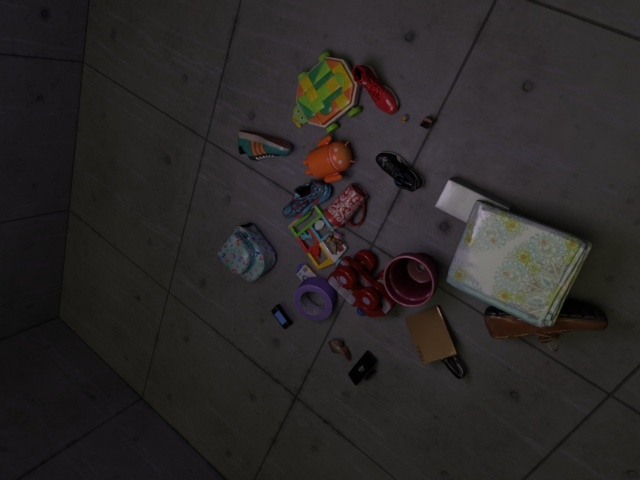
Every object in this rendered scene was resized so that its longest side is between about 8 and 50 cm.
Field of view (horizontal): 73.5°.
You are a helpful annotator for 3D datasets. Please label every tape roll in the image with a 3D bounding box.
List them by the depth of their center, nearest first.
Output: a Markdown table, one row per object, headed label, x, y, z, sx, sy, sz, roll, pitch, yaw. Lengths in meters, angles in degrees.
| label | x | y | z | sx | sy | sz | roll | pitch | yaw |
| --- | --- | --- | --- | --- | --- | --- | --- | --- | --- |
| tape roll | -0.023 | 0.267 | 1.970 | 0.189 | 0.080 | 0.188 | 9 | 117 | 18 |

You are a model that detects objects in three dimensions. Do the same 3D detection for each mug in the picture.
| label | x | y | z | sx | sy | sz | roll | pitch | yaw |
| --- | --- | --- | --- | --- | --- | --- | --- | --- | --- |
| mug | 0.121 | -0.144 | 1.785 | 0.169 | 0.150 | 0.113 | -49 | 41 | 28 |

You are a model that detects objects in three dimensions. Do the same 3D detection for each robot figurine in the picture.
| label | x | y | z | sx | sy | sz | roll | pitch | yaw |
| --- | --- | --- | --- | --- | --- | --- | --- | --- | --- |
| robot figurine | 0.034 | -0.330 | 1.749 | 0.220 | 0.128 | 0.158 | -13 | 55 | 34 |

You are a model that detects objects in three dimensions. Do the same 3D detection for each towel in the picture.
| label | x | y | z | sx | sy | sz | roll | pitch | yaw |
| --- | --- | --- | --- | --- | --- | --- | --- | --- | --- |
| towel | 0.639 | 0.076 | 1.422 | 0.375 | 0.090 | 0.320 | 27 | 112 | 28 |

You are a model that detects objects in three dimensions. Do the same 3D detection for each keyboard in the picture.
| label | x | y | z | sx | sy | sz | roll | pitch | yaw |
| --- | --- | --- | --- | --- | --- | --- | --- | --- | --- |
| keyboard | 0.207 | 0.603 | 1.994 | 0.100 | 0.038 | 0.192 | 55 | 128 | 34 |

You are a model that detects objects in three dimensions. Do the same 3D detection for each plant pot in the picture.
| label | x | y | z | sx | sy | sz | roll | pitch | yaw |
| --- | --- | --- | --- | --- | --- | --- | --- | --- | --- |
| plant pot | 0.367 | 0.132 | 1.655 | 0.201 | 0.180 | 0.201 | 9 | 109 | 29 |

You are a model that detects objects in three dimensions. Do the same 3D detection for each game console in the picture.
| label | x | y | z | sx | sy | sz | roll | pitch | yaw |
| --- | --- | --- | --- | --- | --- | --- | --- | --- | --- |
| game console | -0.200 | 0.385 | 2.142 | 0.107 | 0.071 | 0.122 | -42 | 81 | 33 |

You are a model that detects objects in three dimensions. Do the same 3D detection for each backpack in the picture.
| label | x | y | z | sx | sy | sz | roll | pitch | yaw |
| --- | --- | --- | --- | --- | --- | --- | --- | --- | --- |
| backpack | -0.353 | 0.068 | 2.078 | 0.253 | 0.191 | 0.225 | 47 | 122 | 5 |

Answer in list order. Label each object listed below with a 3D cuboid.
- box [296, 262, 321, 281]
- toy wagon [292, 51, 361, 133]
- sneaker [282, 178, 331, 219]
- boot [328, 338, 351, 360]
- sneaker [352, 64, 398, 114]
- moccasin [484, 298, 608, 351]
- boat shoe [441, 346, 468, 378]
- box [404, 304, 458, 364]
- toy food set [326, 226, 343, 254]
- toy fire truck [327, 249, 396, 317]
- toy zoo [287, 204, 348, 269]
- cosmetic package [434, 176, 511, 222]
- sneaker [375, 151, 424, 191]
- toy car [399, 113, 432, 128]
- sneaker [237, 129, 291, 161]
| label | x | y | z | sx | sy | sz | roll | pitch | yaw |
| --- | --- | --- | --- | --- | --- | --- | --- | --- | --- |
| box | -0.053 | 0.170 | 2.015 | 0.136 | 0.028 | 0.081 | 49 | 123 | 12 |
| toy wagon | 0.002 | -0.568 | 1.731 | 0.344 | 0.068 | 0.267 | -30 | 88 | 34 |
| sneaker | -0.085 | -0.190 | 1.853 | 0.262 | 0.125 | 0.104 | -33 | 51 | 29 |
| boot | 0.088 | 0.519 | 2.032 | 0.087 | 0.042 | 0.118 | -23 | 91 | 40 |
| sneaker | 0.190 | -0.555 | 1.585 | 0.221 | 0.128 | 0.087 | 51 | 124 | 10 |
| moccasin | 0.772 | 0.294 | 1.487 | 0.380 | 0.139 | 0.146 | -13 | 104 | 31 |
| boat shoe | 0.518 | 0.468 | 1.735 | 0.075 | 0.065 | 0.206 | -40 | 82 | 34 |
| box | 0.447 | 0.385 | 1.742 | 0.164 | 0.021 | 0.201 | -30 | 68 | 33 |
| toy food set | 0.065 | 0.001 | 1.858 | 0.078 | 0.019 | 0.122 | -17 | 96 | 33 |
| toy fire truck | 0.175 | 0.206 | 1.825 | 0.302 | 0.169 | 0.254 | 43 | 145 | 14 |
| toy zoo | 0.000 | 0.000 | 1.928 | 0.192 | 0.030 | 0.293 | -38 | 84 | 33 |
| cosmetic package | 0.543 | -0.125 | 1.531 | 0.231 | 0.085 | 0.117 | 31 | 118 | 17 |
| sneaker | 0.285 | -0.266 | 1.619 | 0.217 | 0.121 | 0.079 | 37 | 119 | 17 |
| toy car | 0.353 | -0.447 | 1.565 | 0.122 | 0.060 | 0.040 | 24 | 84 | 16 |
| sneaker | -0.251 | -0.406 | 1.918 | 0.302 | 0.108 | 0.121 | 24 | 117 | 32 |
